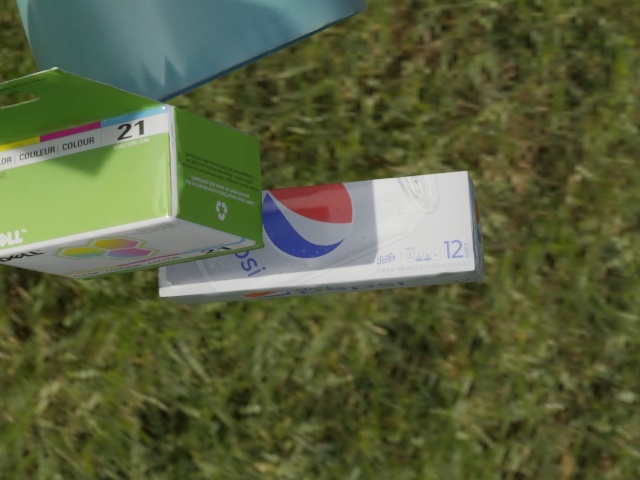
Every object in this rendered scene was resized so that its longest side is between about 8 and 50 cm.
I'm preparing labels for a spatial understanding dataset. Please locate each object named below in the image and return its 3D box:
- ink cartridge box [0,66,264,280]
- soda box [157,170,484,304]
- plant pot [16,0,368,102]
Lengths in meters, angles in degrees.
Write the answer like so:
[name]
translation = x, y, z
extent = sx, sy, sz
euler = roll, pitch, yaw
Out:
[ink cartridge box]
translation = -0.190, -0.044, 1.380
extent = 0.255, 0.188, 0.097
euler = 15, 68, -58
[soda box]
translation = 0.000, 0.000, 1.629
extent = 0.286, 0.098, 0.091
euler = -5, 83, 9
[plant pot]
translation = -0.139, -0.248, 1.578
extent = 0.293, 0.293, 0.235
euler = -27, 95, -18
